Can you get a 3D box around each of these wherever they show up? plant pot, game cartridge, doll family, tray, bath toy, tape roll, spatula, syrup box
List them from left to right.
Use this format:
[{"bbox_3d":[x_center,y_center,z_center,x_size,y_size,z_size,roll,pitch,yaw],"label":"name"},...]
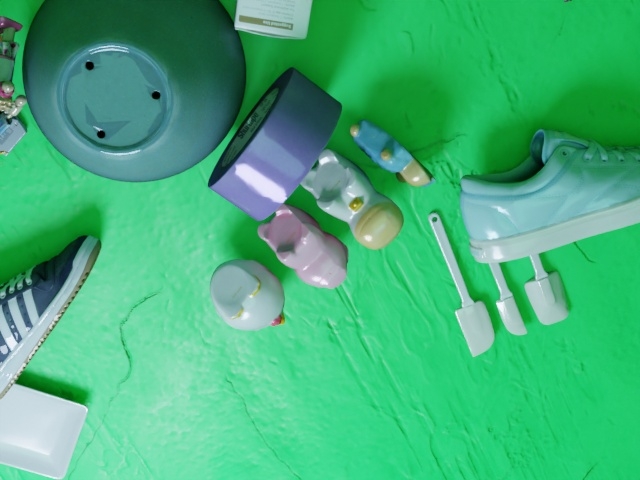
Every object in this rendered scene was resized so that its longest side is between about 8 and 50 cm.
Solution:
[{"bbox_3d":[-0.436,-0.169,1.065,0.263,0.118,0.163,0,79,30],"label":"doll family"},{"bbox_3d":[-0.502,0.266,1.308,0.270,0.030,0.145,20,107,-11],"label":"tray"},{"bbox_3d":[-0.441,-0.161,1.159,0.083,0.017,0.056,42,106,-17],"label":"game cartridge"},{"bbox_3d":[-0.238,-0.195,1.064,0.290,0.195,0.290,-1,110,-4],"label":"plant pot"},{"bbox_3d":[-0.060,-0.124,1.106,0.080,0.189,0.189,34,105,-15],"label":"tape roll"},{"bbox_3d":[-0.047,-0.377,1.063,0.096,0.093,0.237,7,110,-7],"label":"syrup box"},{"bbox_3d":[0.000,0.000,1.198,0.348,0.129,0.151,-44,63,10],"label":"bath toy"},{"bbox_3d":[0.266,0.042,1.284,0.168,0.019,0.242,-21,107,5],"label":"spatula"}]

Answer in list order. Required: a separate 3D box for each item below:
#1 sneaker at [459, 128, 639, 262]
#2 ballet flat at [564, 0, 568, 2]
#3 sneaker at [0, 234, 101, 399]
[{"bbox_3d":[0.365,-0.094,1.176,0.366,0.135,0.150,-21,107,-2],"label":"sneaker"},{"bbox_3d":[0.292,-0.351,1.127,0.114,0.041,0.041,33,105,-13],"label":"ballet flat"},{"bbox_3d":[-0.439,0.079,1.206,0.153,0.099,0.282,35,102,-10],"label":"sneaker"}]
